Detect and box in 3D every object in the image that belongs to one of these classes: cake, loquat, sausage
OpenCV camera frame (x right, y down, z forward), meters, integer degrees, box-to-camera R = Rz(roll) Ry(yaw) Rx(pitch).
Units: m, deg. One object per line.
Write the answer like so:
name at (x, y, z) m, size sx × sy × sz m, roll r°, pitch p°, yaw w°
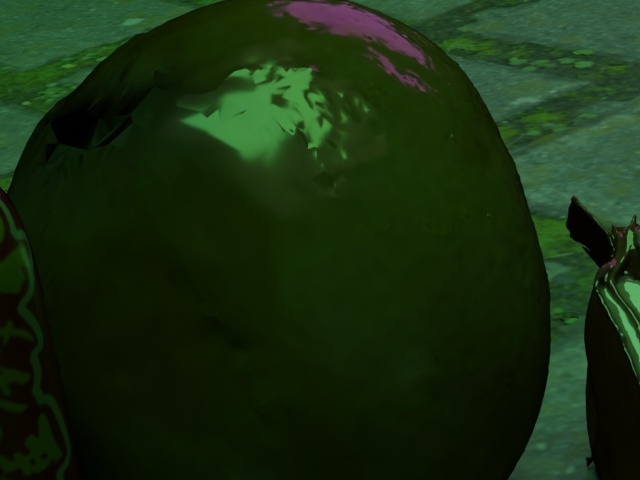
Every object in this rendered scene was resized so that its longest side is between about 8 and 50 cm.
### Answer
cake at (0.185, 0.100, 0.863) m, size 0.098 × 0.135 × 0.287 m, roll -8°, pitch 41°, yaw -13°
loquat at (-0.015, 0.023, 0.875) m, size 0.263 × 0.263 × 0.263 m, roll -6°, pitch 21°, yaw 2°
sausage at (-0.134, 0.078, 0.765) m, size 0.083 × 0.264 × 0.083 m, roll -7°, pitch 25°, yaw 3°
